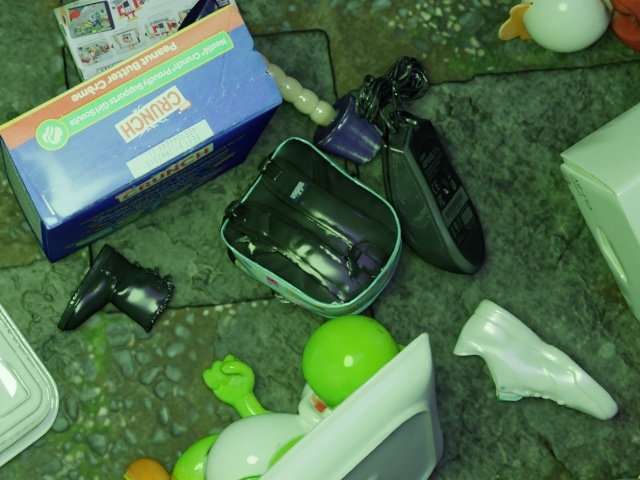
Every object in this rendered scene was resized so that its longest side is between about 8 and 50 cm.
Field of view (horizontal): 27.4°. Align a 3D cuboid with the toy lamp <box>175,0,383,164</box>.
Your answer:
[{"bbox_3d":[-0.041,-0.184,1.555,0.274,0.080,0.080,34,78,-20],"label":"toy lamp"}]

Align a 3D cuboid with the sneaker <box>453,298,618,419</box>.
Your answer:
[{"bbox_3d":[0.259,0.167,1.604,0.212,0.080,0.094,36,90,1],"label":"sneaker"}]

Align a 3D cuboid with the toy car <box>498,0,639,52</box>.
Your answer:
[{"bbox_3d":[0.339,-0.291,1.637,0.238,0.210,0.219,-15,72,16],"label":"toy car"}]

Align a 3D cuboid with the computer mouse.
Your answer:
[{"bbox_3d":[0.113,-0.077,1.576,0.072,0.188,0.272,-20,99,28],"label":"computer mouse"}]

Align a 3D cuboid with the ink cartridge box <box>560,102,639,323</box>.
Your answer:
[{"bbox_3d":[0.522,-0.071,1.559,0.384,0.160,0.279,-33,114,-2],"label":"ink cartridge box"}]

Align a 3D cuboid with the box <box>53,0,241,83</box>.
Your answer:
[{"bbox_3d":[-0.201,-0.255,1.569,0.207,0.036,0.114,-22,88,-13],"label":"box"}]

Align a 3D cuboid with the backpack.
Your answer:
[{"bbox_3d":[0.000,0.000,1.519,0.188,0.144,0.166,31,75,18],"label":"backpack"}]

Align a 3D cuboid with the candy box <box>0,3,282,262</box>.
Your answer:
[{"bbox_3d":[-0.199,-0.101,1.408,0.268,0.317,0.122,-29,90,-14],"label":"candy box"}]

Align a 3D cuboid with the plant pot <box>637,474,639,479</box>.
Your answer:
[{"bbox_3d":[0.471,0.294,1.600,0.096,0.109,0.109,18,110,-25],"label":"plant pot"}]

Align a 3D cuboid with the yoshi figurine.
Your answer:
[{"bbox_3d":[-0.040,0.201,1.474,0.362,0.203,0.203,-32,84,-16],"label":"yoshi figurine"}]

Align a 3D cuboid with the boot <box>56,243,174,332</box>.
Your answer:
[{"bbox_3d":[-0.234,0.073,1.522,0.099,0.045,0.121,33,77,-9],"label":"boot"}]

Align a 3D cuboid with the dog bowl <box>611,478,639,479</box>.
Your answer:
[{"bbox_3d":[0.363,0.434,1.515,0.348,0.102,0.349,1,103,3],"label":"dog bowl"}]

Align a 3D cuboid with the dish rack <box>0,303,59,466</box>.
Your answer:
[{"bbox_3d":[-0.467,0.129,1.424,0.285,0.072,0.333,-36,93,-27],"label":"dish rack"}]

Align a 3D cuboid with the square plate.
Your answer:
[{"bbox_3d":[0.010,0.284,1.403,0.347,0.344,0.049,-41,66,-13],"label":"square plate"}]
